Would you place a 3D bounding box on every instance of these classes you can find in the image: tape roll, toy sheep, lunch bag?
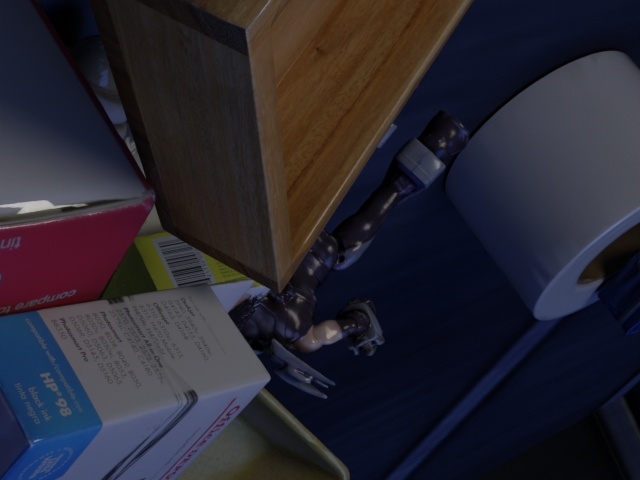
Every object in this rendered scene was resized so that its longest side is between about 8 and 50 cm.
[{"bbox_3d":[0.275,-0.055,1.209,0.246,0.169,0.246,-29,158,-13],"label":"tape roll"},{"bbox_3d":[-0.162,-0.069,0.695,0.132,0.091,0.091,-46,155,20],"label":"toy sheep"},{"bbox_3d":[0.351,0.052,1.220,0.067,0.065,0.098,-18,154,-34],"label":"lunch bag"}]

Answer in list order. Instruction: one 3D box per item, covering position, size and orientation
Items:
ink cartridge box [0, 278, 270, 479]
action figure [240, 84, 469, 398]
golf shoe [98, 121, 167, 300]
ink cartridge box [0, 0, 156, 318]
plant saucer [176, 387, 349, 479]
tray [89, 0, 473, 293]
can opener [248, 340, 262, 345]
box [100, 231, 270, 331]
[{"bbox_3d":[-0.097,0.078,0.526,0.180,0.060,0.104,-8,146,-53],"label":"ink cartridge box"},{"bbox_3d":[0.000,0.000,0.918,0.285,0.185,0.099,-50,-169,-8],"label":"action figure"},{"bbox_3d":[-0.142,-0.013,0.776,0.306,0.115,0.140,-41,169,13],"label":"golf shoe"},{"bbox_3d":[-0.233,0.002,0.557,0.131,0.226,0.306,-11,148,-46],"label":"ink cartridge box"},{"bbox_3d":[-0.201,0.190,0.985,0.333,0.081,0.332,-40,115,6],"label":"plant saucer"},{"bbox_3d":[0.055,-0.194,0.518,0.411,0.076,0.203,-58,165,-21],"label":"tray"},{"bbox_3d":[-0.161,0.100,1.028,0.283,0.095,0.076,-33,157,-2],"label":"can opener"},{"bbox_3d":[-0.121,0.078,0.805,0.087,0.058,0.232,-12,153,-35],"label":"box"}]
